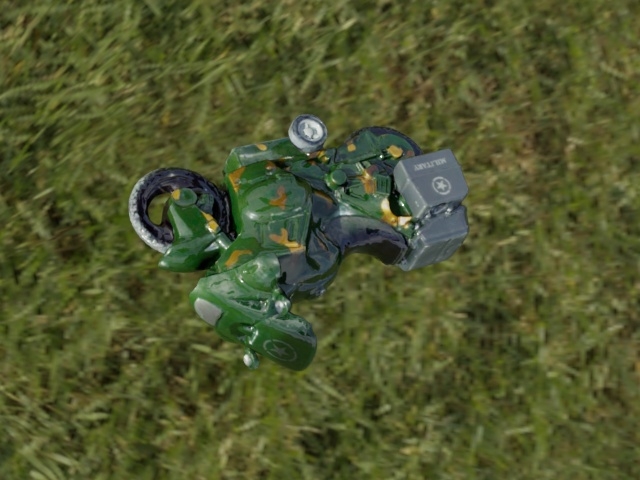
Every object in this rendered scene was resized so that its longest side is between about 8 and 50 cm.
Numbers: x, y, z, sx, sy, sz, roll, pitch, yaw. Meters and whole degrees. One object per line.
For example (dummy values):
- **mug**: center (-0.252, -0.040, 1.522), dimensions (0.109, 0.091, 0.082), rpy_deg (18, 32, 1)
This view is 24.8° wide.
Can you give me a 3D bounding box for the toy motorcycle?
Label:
- **toy motorcycle**: center (0.000, 0.000, 1.132), dimensions (0.275, 0.125, 0.187), rpy_deg (-15, 68, -26)
